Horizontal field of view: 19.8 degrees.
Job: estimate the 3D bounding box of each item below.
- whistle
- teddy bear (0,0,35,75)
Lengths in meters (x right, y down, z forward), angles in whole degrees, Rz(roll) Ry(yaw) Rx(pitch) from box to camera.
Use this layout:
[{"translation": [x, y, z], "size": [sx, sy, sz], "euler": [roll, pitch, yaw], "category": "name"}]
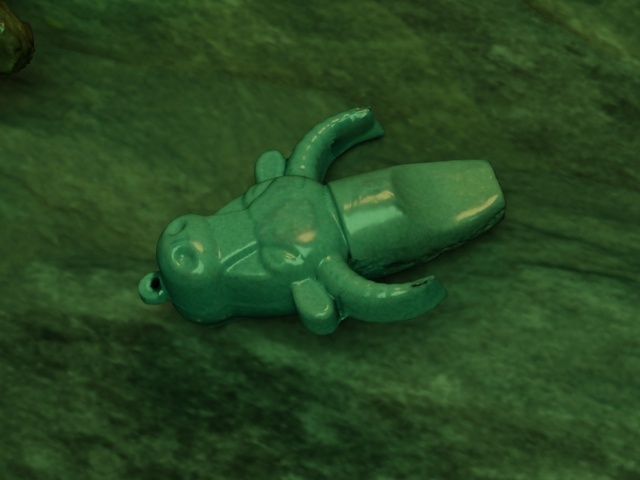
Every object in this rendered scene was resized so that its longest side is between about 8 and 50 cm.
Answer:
[{"translation": [0.000, 0.000, 1.330], "size": [0.273, 0.093, 0.186], "euler": [-17, 51, -3], "category": "whistle"}, {"translation": [-0.315, -0.139, 1.362], "size": [0.246, 0.222, 0.296], "euler": [4, 111, 35], "category": "teddy bear"}]
